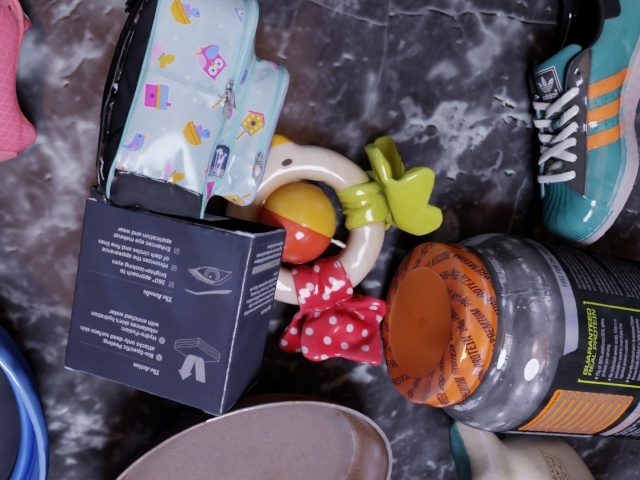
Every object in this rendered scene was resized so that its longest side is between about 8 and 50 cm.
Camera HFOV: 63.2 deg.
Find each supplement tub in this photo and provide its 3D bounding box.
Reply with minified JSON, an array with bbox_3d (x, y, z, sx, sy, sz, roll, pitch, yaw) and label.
[{"bbox_3d":[0.255,0.107,0.574,0.339,0.207,0.206,11,97,-19],"label":"supplement tub"}]

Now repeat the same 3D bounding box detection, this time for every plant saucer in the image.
[{"bbox_3d":[-0.075,0.265,0.547,0.311,0.050,0.310,-10,123,-15],"label":"plant saucer"}]

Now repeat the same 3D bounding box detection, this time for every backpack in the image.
[{"bbox_3d":[-0.108,-0.122,0.440,0.145,0.166,0.188,7,102,-19],"label":"backpack"}]

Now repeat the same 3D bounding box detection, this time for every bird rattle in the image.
[{"bbox_3d":[0.000,0.000,0.546,0.207,0.143,0.253,26,105,-8],"label":"bird rattle"}]

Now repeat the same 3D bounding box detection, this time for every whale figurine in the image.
[{"bbox_3d":[0.234,0.310,0.624,0.272,0.216,0.141,34,119,-27],"label":"whale figurine"}]

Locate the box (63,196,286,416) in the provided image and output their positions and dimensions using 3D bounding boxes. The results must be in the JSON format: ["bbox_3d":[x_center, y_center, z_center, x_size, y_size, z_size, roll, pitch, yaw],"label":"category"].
[{"bbox_3d":[-0.129,0.051,0.474,0.156,0.093,0.158,13,97,13],"label":"box"}]

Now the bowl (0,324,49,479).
[{"bbox_3d":[-0.438,0.182,0.429,0.392,0.077,0.390,-5,108,-17],"label":"bowl"}]

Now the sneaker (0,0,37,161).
[{"bbox_3d":[-0.307,-0.203,0.402,0.136,0.116,0.313,-20,117,-44],"label":"sneaker"}]

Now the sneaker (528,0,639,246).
[{"bbox_3d":[0.286,-0.148,0.592,0.121,0.108,0.301,12,89,-18],"label":"sneaker"}]
